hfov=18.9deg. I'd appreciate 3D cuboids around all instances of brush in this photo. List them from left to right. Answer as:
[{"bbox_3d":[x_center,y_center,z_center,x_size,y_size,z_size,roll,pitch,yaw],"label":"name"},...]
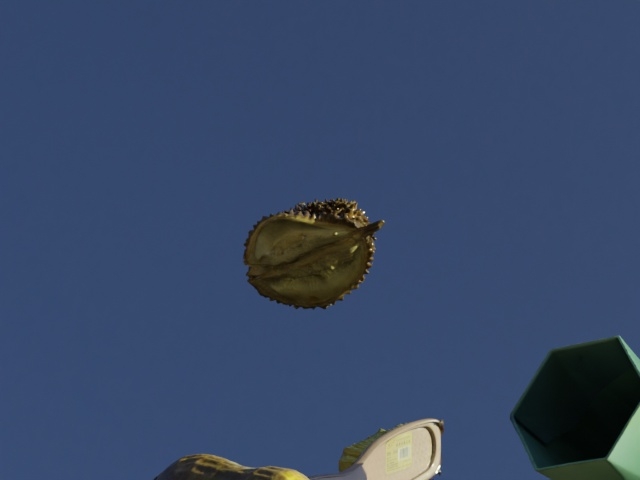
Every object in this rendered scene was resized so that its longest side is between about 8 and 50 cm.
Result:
[{"bbox_3d":[0.027,0.235,1.907,0.067,0.313,0.072,-1,-82,32],"label":"brush"}]

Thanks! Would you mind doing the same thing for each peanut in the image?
[{"bbox_3d":[-0.077,0.240,1.738,0.206,0.087,0.087,1,-45,44],"label":"peanut"}]

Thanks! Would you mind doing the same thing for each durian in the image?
[{"bbox_3d":[-0.001,-0.003,1.731,0.140,0.071,0.110,-25,-55,21],"label":"durian"}]

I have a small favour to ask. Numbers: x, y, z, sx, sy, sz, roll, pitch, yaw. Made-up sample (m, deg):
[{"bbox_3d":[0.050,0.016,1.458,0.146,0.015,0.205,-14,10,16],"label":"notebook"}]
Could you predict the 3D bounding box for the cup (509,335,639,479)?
[{"bbox_3d":[0.304,0.212,1.834,0.235,0.148,0.134,43,-11,-36],"label":"cup"}]
